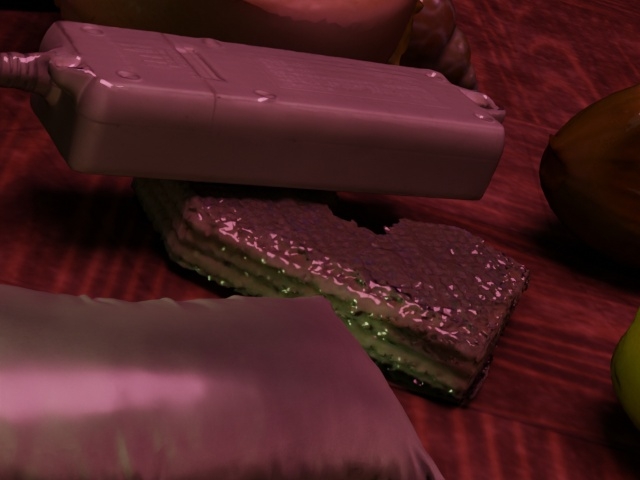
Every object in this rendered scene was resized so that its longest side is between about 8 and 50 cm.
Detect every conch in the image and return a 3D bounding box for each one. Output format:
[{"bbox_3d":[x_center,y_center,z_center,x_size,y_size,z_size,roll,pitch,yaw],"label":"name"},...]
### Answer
[{"bbox_3d":[0.051,-0.192,1.106,0.173,0.106,0.116,-2,48,-2],"label":"conch"}]

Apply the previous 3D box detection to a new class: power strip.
[{"bbox_3d":[-0.032,-0.075,0.757,0.338,0.058,0.098,3,30,-32],"label":"power strip"}]

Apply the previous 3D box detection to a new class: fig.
[{"bbox_3d":[0.235,-0.047,0.900,0.166,0.144,0.154,-9,24,-29],"label":"fig"}]

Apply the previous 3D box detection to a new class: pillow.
[{"bbox_3d":[-0.077,0.062,0.543,0.254,0.078,0.144,4,30,-27],"label":"pillow"}]

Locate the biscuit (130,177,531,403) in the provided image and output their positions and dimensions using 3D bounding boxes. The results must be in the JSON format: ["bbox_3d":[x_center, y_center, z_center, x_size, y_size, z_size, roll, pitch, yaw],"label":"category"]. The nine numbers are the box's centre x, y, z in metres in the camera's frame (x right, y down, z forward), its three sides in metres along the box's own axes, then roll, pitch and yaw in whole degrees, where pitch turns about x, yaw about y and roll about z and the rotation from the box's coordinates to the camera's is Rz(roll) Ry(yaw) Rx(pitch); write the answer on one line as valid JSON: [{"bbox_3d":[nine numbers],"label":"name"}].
[{"bbox_3d":[0.000,0.000,0.753,0.250,0.046,0.147,26,27,13],"label":"biscuit"}]

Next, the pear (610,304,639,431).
[{"bbox_3d":[0.240,0.064,0.673,0.162,0.149,0.149,23,25,25],"label":"pear"}]

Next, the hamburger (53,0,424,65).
[{"bbox_3d":[-0.061,-0.210,0.915,0.302,0.170,0.302,14,56,-22],"label":"hamburger"}]
